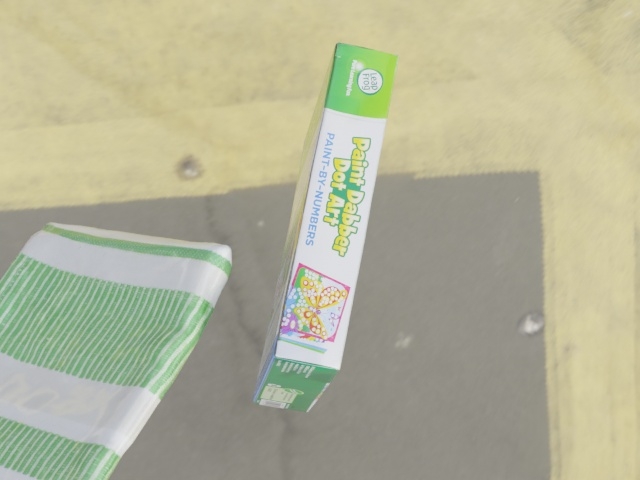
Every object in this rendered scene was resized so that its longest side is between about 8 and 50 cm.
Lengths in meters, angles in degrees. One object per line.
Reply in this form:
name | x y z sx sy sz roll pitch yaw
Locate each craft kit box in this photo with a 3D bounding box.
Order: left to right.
craft kit box | 0.000 0.000 1.219 0.061 0.250 0.247 9 76 -4

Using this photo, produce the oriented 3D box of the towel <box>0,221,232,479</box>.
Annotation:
towel | -0.218 0.121 1.097 0.248 0.325 0.038 7 144 45
